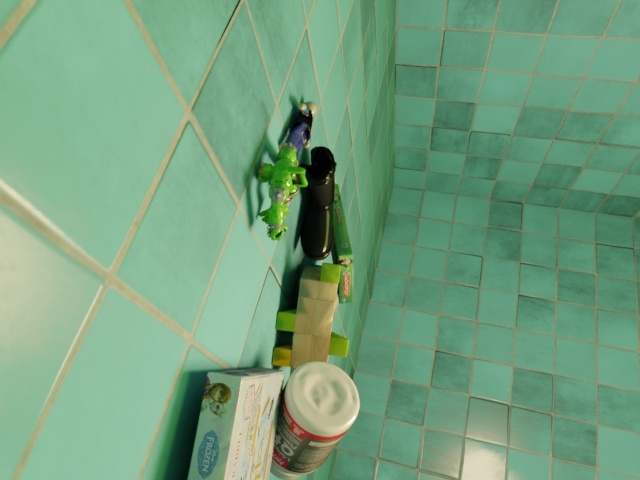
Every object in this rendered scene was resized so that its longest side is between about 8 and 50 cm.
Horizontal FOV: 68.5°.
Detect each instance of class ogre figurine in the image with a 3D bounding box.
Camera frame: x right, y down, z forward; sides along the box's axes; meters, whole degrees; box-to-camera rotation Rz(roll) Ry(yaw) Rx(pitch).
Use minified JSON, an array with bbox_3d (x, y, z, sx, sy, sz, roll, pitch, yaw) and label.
[{"bbox_3d":[-0.075,-0.112,0.949,0.197,0.096,0.118,-59,169,-31],"label":"ogre figurine"}]

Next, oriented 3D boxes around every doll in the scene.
[{"bbox_3d":[-0.044,-0.259,1.085,0.129,0.046,0.189,85,19,-50],"label":"doll"}]

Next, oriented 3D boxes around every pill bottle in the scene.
[{"bbox_3d":[-0.039,0.451,1.141,0.176,0.176,0.319,-64,178,-52],"label":"pill bottle"}]

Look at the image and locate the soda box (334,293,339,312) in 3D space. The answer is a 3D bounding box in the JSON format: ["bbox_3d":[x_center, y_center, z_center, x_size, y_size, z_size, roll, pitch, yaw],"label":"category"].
[{"bbox_3d":[0.029,0.232,1.717,0.183,0.058,0.063,-52,149,-66],"label":"soda box"}]

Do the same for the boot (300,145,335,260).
[{"bbox_3d":[-0.009,-0.097,1.232,0.207,0.094,0.247,81,15,-64],"label":"boot"}]

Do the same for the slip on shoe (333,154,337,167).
[{"bbox_3d":[0.030,-0.227,1.434,0.135,0.041,0.052,72,30,-64],"label":"slip on shoe"}]

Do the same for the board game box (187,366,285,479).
[{"bbox_3d":[-0.155,0.406,0.881,0.318,0.065,0.319,59,39,-73],"label":"board game box"}]

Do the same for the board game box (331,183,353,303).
[{"bbox_3d":[0.057,0.006,1.466,0.214,0.046,0.318,88,-4,-45],"label":"board game box"}]

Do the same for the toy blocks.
[{"bbox_3d":[-0.015,0.223,1.337,0.261,0.190,0.382,-74,171,-80],"label":"toy blocks"}]
